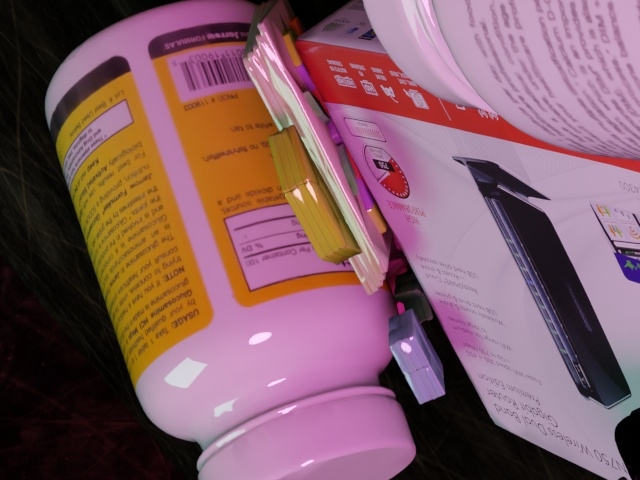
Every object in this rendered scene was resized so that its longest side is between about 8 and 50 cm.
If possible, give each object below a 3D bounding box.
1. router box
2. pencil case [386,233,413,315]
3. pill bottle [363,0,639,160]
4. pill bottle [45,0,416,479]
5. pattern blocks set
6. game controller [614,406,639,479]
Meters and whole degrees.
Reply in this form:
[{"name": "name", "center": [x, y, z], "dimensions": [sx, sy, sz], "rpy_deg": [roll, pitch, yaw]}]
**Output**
[{"name": "router box", "center": [0.155, 0.008, 0.924], "dimensions": [0.335, 0.082, 0.301], "rpy_deg": [20, 143, 61]}, {"name": "pencil case", "center": [0.000, 0.000, 1.311], "dimensions": [0.209, 0.095, 0.098], "rpy_deg": [40, 128, 39]}, {"name": "pill bottle", "center": [0.138, -0.104, 0.600], "dimensions": [0.283, 0.160, 0.160], "rpy_deg": [14, 137, 61]}, {"name": "pill bottle", "center": [-0.058, 0.018, 1.171], "dimensions": [0.188, 0.188, 0.334], "rpy_deg": [99, 153, -67]}, {"name": "pattern blocks set", "center": [0.001, -0.068, 1.065], "dimensions": [0.325, 0.026, 0.285], "rpy_deg": [60, -168, -27]}, {"name": "game controller", "center": [0.221, 0.161, 0.707], "dimensions": [0.166, 0.067, 0.319], "rpy_deg": [67, 171, -10]}]
